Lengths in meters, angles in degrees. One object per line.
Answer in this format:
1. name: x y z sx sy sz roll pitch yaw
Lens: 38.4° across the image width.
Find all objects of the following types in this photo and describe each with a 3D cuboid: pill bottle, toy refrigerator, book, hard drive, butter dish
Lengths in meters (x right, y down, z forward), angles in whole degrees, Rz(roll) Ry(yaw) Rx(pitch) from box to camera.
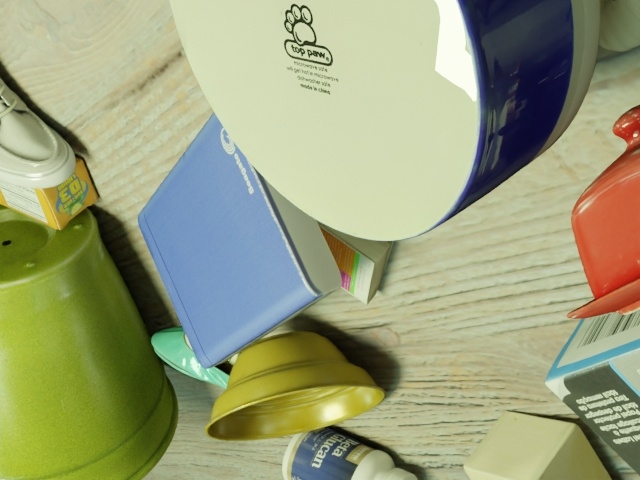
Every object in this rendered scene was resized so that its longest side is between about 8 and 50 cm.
1. pill bottle: 0.041 0.313 1.224 0.169 0.094 0.094 15 139 34
2. toy refrigerator: 0.274 0.308 0.980 0.102 0.094 0.269 -3 127 56
3. book: 0.000 0.000 0.957 0.144 0.035 0.096 33 148 15
4. hard drive: -0.103 0.006 0.995 0.319 0.040 0.210 -38 75 57
5. butter dish: 0.231 -0.035 0.594 0.118 0.160 0.160 62 148 10

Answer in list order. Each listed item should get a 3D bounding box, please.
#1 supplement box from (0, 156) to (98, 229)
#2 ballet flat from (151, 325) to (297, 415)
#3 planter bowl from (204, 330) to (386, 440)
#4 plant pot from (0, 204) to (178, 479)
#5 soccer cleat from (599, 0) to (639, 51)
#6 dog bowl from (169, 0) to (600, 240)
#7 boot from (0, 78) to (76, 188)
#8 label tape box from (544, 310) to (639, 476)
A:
1. supplement box: -0.412 -0.094 1.234 0.233 0.078 0.080 22 140 27
2. ballet flat: -0.118 0.159 1.240 0.247 0.083 0.087 28 121 20
3. planter bowl: -0.037 0.165 1.095 0.217 0.217 0.090 127 136 -57
4. plant pot: -0.404 0.134 1.290 0.366 0.366 0.353 20 129 30
5. soccer cleat: 0.165 -0.186 0.522 0.068 0.076 0.196 21 143 29
6. dog bowl: 0.025 -0.136 0.549 0.265 0.104 0.265 35 144 31
7. boot: -0.418 -0.166 1.137 0.258 0.095 0.123 29 151 19
8. label tape box: 0.374 0.158 0.683 0.334 0.106 0.240 44 148 -3
